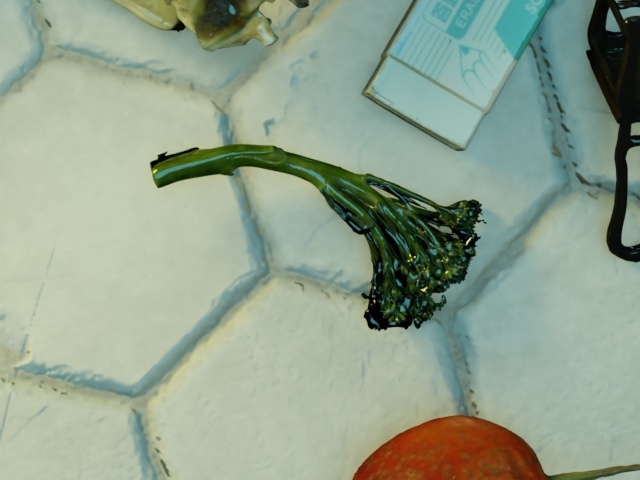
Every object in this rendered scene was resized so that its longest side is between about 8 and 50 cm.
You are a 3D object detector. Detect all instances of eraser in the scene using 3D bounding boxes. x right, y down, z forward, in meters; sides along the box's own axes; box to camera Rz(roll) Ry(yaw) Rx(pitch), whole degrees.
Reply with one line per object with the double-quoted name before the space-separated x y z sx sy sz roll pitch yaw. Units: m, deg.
"eraser" 0.129 -0.190 1.281 0.096 0.052 0.225 30 90 -5

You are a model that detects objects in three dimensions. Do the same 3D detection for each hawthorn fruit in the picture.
"hawthorn fruit" 0.162 0.195 1.249 0.285 0.165 0.165 -22 93 -8

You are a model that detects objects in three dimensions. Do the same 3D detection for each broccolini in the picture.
"broccolini" -0.008 -0.003 1.273 0.272 0.062 0.123 14 76 -9

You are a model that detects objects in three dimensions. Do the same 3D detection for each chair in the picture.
"chair" 0.270 -0.106 1.283 0.106 0.113 0.229 -4 129 -3

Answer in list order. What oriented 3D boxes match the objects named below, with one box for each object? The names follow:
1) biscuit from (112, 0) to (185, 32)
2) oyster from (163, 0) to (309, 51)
"biscuit" -0.179 -0.228 1.263 0.188 0.052 0.056 31 106 -3
"oyster" 0.005 -0.290 1.215 0.271 0.100 0.275 -10 114 -16
